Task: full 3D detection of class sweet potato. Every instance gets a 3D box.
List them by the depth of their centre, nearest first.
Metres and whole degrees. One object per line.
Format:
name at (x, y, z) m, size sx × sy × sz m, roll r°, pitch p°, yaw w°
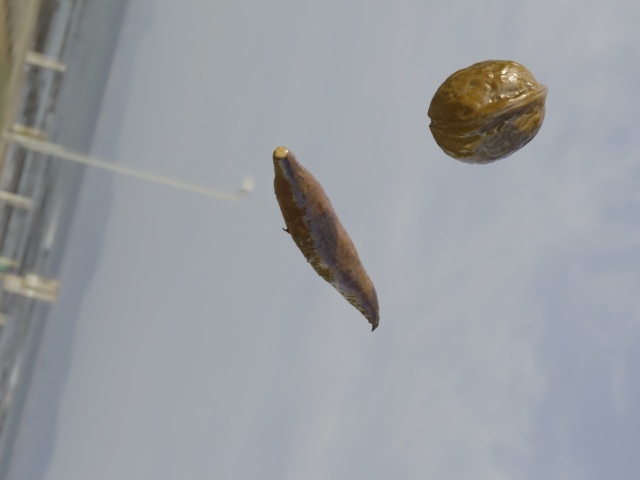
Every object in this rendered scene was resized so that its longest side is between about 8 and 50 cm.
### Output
sweet potato at (0.000, 0.000, 1.991) m, size 0.066 × 0.072 × 0.314 m, roll -105°, pitch 170°, yaw -57°

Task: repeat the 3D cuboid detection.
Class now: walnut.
walnut at (0.169, -0.130, 1.577) m, size 0.105 × 0.124 × 0.105 m, roll -17°, pitch 90°, yaw -88°
